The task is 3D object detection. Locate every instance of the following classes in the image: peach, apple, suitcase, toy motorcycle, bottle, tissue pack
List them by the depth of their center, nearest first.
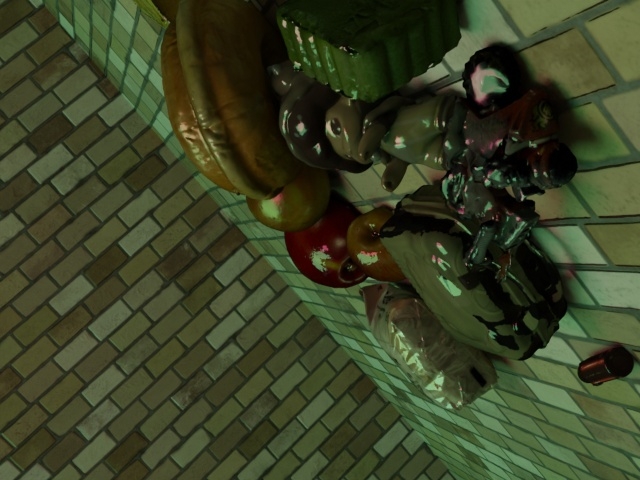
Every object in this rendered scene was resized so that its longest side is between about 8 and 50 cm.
[{"bbox_3d":[0.266,-0.073,1.117,0.207,0.134,0.401,40,140,33],"label":"toy motorcycle"},{"bbox_3d":[0.293,0.063,1.422,0.351,0.194,0.339,52,164,-19],"label":"suitcase"},{"bbox_3d":[0.545,0.248,1.465,0.060,0.060,0.164,45,167,10],"label":"bottle"},{"bbox_3d":[0.156,0.017,1.855,0.195,0.160,0.173,46,-170,34],"label":"apple"},{"bbox_3d":[-0.081,-0.141,1.967,0.237,0.237,0.207,38,131,34],"label":"apple"},{"bbox_3d":[0.278,0.285,2.082,0.390,0.195,0.375,47,175,-10],"label":"tissue pack"},{"bbox_3d":[0.000,0.000,2.137,0.361,0.201,0.258,37,164,37],"label":"peach"}]

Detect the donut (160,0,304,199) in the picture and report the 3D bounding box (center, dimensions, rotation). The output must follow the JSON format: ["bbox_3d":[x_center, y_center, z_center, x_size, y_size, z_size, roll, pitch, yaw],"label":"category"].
[{"bbox_3d":[-0.160,-0.285,1.507,0.449,0.198,0.449,-16,-90,-75],"label":"donut"}]

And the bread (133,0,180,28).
[{"bbox_3d":[-0.347,-0.563,1.774,0.257,0.124,0.186,44,173,7],"label":"bread"}]

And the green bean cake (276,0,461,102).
[{"bbox_3d":[0.067,-0.300,1.063,0.214,0.200,0.113,40,157,41],"label":"green bean cake"}]

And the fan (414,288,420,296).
[{"bbox_3d":[0.355,0.196,2.008,0.223,0.012,0.294,50,167,-14],"label":"fan"}]

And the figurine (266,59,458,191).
[{"bbox_3d":[0.081,-0.212,1.329,0.380,0.203,0.248,20,159,40],"label":"figurine"}]
